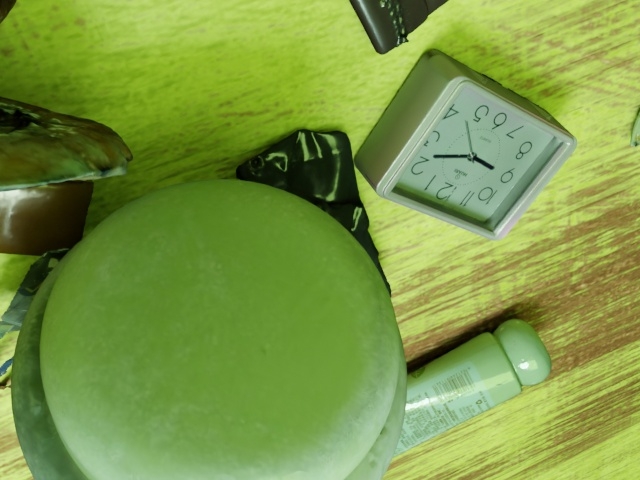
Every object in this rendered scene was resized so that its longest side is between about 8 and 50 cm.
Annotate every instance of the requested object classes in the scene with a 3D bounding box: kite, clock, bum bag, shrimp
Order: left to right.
[{"bbox_3d":[-0.306,-0.075,0.480,0.365,0.233,0.071,5,105,-27],"label":"shrimp"},{"bbox_3d":[-0.274,0.081,0.725,0.245,0.015,0.141,-44,159,19],"label":"kite"},{"bbox_3d":[0.000,0.000,0.788,0.123,0.060,0.248,-22,130,-3],"label":"bum bag"},{"bbox_3d":[0.094,-0.248,0.657,0.159,0.026,0.109,-36,132,5],"label":"bum bag"},{"bbox_3d":[0.155,-0.093,0.784,0.197,0.063,0.150,18,118,-34],"label":"clock"}]

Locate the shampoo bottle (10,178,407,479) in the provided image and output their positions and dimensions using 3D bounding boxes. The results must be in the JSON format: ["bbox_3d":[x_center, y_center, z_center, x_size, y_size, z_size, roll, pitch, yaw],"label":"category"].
[{"bbox_3d":[-0.091,0.121,0.653,0.323,0.322,0.317,-12,159,-16],"label":"shampoo bottle"}]

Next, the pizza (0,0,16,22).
[{"bbox_3d":[-0.352,-0.156,0.298,0.080,0.391,0.435,-26,133,29],"label":"pizza"}]

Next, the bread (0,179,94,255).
[{"bbox_3d":[-0.313,-0.036,0.622,0.226,0.049,0.088,7,125,-29],"label":"bread"}]

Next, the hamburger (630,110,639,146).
[{"bbox_3d":[0.427,-0.153,0.872,0.121,0.054,0.084,-16,127,-16],"label":"hamburger"}]

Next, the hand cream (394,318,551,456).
[{"bbox_3d":[0.164,0.214,1.016,0.306,0.093,0.147,-30,131,2],"label":"hand cream"}]
